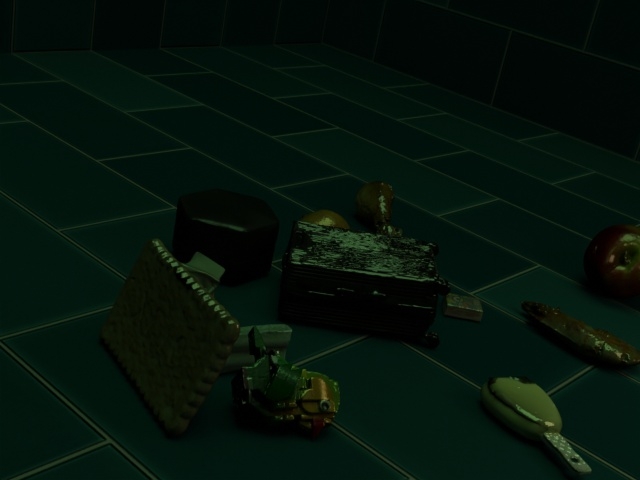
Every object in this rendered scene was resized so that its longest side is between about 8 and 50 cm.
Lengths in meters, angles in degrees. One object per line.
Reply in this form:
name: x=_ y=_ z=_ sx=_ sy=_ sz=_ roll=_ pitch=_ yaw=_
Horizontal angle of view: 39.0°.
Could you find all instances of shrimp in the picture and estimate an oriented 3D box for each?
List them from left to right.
shrimp: x=0.560 y=0.197 z=1.961 sx=0.294 sy=0.062 sz=0.154 roll=32 pitch=18 yaw=34

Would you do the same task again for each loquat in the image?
loquat: x=0.000 y=0.000 z=2.038 sx=0.141 sy=0.141 sz=0.141 roll=10 pitch=23 yaw=-4

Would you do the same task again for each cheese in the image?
cheese: x=0.386 y=0.325 z=1.581 sx=0.127 sy=0.054 sz=0.251 roll=1 pitch=26 yaw=-24

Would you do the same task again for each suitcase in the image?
suitcase: x=0.083 y=0.085 z=1.875 sx=0.334 sy=0.152 sz=0.230 roll=8 pitch=22 yaw=-3

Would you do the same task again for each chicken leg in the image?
chicken leg: x=0.153 y=-0.068 z=2.324 sx=0.087 sy=0.107 sz=0.251 roll=21 pitch=27 yaw=-23

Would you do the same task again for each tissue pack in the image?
tissue pack: x=0.311 y=0.145 z=1.981 sx=0.083 sy=0.035 sz=0.063 roll=10 pitch=23 yaw=-4

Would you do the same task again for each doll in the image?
doll: x=-0.057 y=0.242 z=1.481 sx=0.186 sy=0.106 sz=0.134 roll=27 pitch=56 yaw=-5

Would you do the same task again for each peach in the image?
peach: x=0.739 y=0.053 z=2.227 sx=0.197 sy=0.197 sz=0.197 roll=10 pitch=23 yaw=-4

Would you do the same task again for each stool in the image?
stool: x=-0.207 y=-0.013 z=1.964 sx=0.232 sy=0.141 sz=0.232 roll=9 pitch=23 yaw=-4

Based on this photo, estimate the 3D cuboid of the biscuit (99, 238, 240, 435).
biscuit: x=-0.254 y=0.151 z=1.496 sx=0.044 sy=0.217 sz=0.325 roll=20 pitch=11 yaw=-42

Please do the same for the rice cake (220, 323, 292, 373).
rice cake: x=-0.158 y=0.192 z=1.589 sx=0.226 sy=0.085 sz=0.040 roll=-2 pitch=23 yaw=-31

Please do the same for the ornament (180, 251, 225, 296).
ornament: x=-0.252 y=0.114 z=1.693 sx=0.120 sy=0.130 sz=0.285 roll=24 pitch=12 yaw=-13
